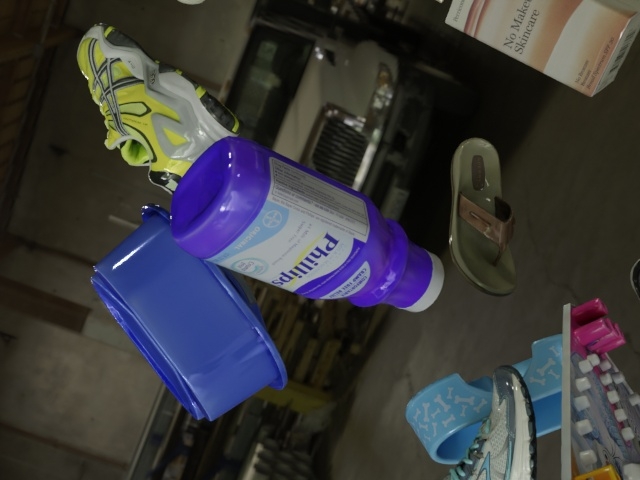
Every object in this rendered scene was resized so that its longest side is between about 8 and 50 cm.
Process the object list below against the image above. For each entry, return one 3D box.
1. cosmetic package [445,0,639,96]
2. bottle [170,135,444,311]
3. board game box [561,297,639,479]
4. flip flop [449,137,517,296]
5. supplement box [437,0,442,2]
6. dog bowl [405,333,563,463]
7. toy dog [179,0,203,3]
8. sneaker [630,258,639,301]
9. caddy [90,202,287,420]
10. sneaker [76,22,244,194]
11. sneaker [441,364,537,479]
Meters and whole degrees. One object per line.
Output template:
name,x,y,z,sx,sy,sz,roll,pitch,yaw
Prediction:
cosmetic package,0.386,-0.388,1.454,0.129,0.296,0.153,-33,-32,-47
bottle,0.000,0.000,0.810,0.118,0.282,0.092,-39,43,34
board game box,0.392,0.304,0.946,0.050,0.390,0.390,-30,15,27
flip flop,0.276,-0.045,1.394,0.080,0.112,0.277,142,130,-65
supplement box,0.131,-0.363,1.110,0.036,0.098,0.062,-74,10,-66
dog bowl,0.271,0.231,1.202,0.166,0.297,0.074,61,-172,-52
toy dog,-0.247,-0.505,1.105,0.408,0.395,0.284,-42,3,-26
sneaker,0.424,0.075,0.952,0.101,0.153,0.269,-44,36,13
caddy,-0.186,0.105,1.255,0.179,0.341,0.241,-37,3,-20
sneaker,-0.273,-0.199,1.224,0.147,0.145,0.384,-53,45,-1
sneaker,0.205,0.296,1.048,0.110,0.122,0.283,22,-110,-74
